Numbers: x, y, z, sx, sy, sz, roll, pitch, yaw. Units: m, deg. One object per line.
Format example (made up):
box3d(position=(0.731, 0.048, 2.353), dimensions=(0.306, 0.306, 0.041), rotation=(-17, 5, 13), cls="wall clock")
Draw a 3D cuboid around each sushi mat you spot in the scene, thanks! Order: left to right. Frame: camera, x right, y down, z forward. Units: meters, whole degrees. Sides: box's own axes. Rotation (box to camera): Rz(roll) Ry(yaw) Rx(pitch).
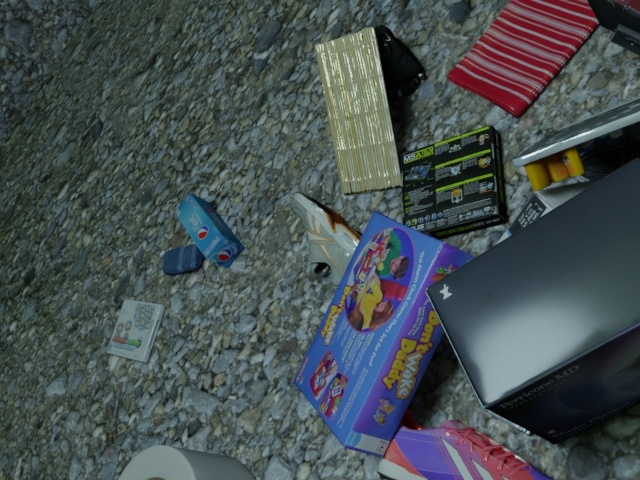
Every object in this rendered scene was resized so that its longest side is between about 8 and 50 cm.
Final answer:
box3d(position=(0.074, -0.251, 1.311), dimensions=(0.151, 0.019, 0.317), rotation=(-7, 96, 37), cls="sushi mat")

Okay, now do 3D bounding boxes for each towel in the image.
box3d(position=(-0.335, 0.048, 1.599), dimensions=(0.119, 0.029, 0.067), rotation=(-11, 62, 34), cls="towel")
box3d(position=(0.385, -0.374, 1.222), dimensions=(0.275, 0.031, 0.199), rotation=(-51, 48, 7), cls="towel")

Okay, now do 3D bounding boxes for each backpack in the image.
box3d(position=(0.106, -0.346, 1.372), dimensions=(0.182, 0.152, 0.115), rotation=(-39, 35, 24), cls="backpack")

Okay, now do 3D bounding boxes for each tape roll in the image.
box3d(position=(-0.252, 0.513, 1.209), dimensions=(0.246, 0.169, 0.246), rotation=(-17, 60, 32), cls="tape roll")

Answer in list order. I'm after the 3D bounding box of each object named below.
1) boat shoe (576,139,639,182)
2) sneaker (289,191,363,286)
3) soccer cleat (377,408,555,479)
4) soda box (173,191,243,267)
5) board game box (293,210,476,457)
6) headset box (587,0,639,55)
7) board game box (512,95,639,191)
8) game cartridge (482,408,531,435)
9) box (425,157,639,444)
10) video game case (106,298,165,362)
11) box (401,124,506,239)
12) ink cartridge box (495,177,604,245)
box3d(position=(0.490, -0.119, 0.979), dimensions=(0.228, 0.076, 0.080), rotation=(10, 75, 41), cls="boat shoe")
box3d(position=(0.000, 0.000, 1.310), dimensions=(0.121, 0.099, 0.262), rotation=(-56, 45, 9), cls="sneaker")
box3d(position=(0.224, 0.326, 0.959), dimensions=(0.318, 0.108, 0.116), rotation=(0, 73, 43), cls="soccer cleat")
box3d(position=(-0.267, -0.026, 1.551), dimensions=(0.067, 0.071, 0.210), rotation=(-51, 47, 9), cls="soda box")
box3d(position=(0.096, 0.143, 1.093), dimensions=(0.347, 0.078, 0.233), rotation=(-65, 26, 4), cls="board game box")
box3d(position=(0.586, -0.418, 1.024), dimensions=(0.293, 0.110, 0.218), rotation=(-49, 47, 10), cls="headset box")
box3d(position=(0.478, -0.178, 0.847), dimensions=(0.390, 0.390, 0.050), rotation=(-20, 94, 31), cls="board game box")
box3d(position=(0.294, 0.253, 0.999), dimensions=(0.083, 0.017, 0.056), rotation=(24, 89, 43), cls="game cartridge")
box3d(position=(0.343, 0.102, 0.833), dimensions=(0.296, 0.294, 0.183), rotation=(-35, 51, 18), cls="box")
box3d(position=(-0.459, 0.221, 1.622), dimensions=(0.157, 0.019, 0.143), rotation=(2, 70, 40), cls="video game case")
box3d(position=(0.238, -0.100, 1.198), dimensions=(0.190, 0.045, 0.184), rotation=(-16, 57, 34), cls="box")
box3d(position=(0.330, 0.002, 0.906), dimensions=(0.045, 0.208, 0.206), rotation=(62, 146, 33), cls="ink cartridge box")
